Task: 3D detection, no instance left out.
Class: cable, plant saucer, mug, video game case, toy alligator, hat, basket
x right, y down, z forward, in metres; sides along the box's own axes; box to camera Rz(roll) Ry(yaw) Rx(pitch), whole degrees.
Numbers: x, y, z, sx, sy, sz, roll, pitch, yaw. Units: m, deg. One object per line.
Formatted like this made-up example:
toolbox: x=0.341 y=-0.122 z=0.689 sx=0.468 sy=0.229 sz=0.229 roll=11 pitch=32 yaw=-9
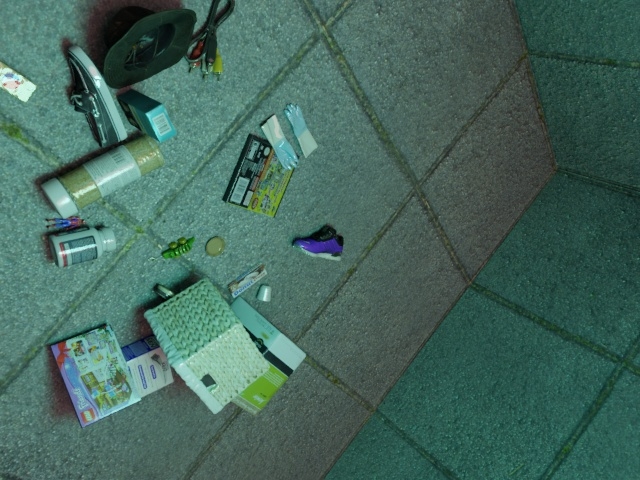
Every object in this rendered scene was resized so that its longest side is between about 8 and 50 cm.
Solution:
cable: x=-0.369 y=-0.672 z=1.734 sx=0.139 sy=0.072 sz=0.287 roll=10 pitch=93 yaw=-26
plant saucer: x=-0.411 y=0.023 z=2.062 sx=0.083 sy=0.015 sz=0.083 roll=-20 pitch=124 yaw=-33
mug: x=-0.242 y=0.223 z=2.295 sx=0.062 sy=0.078 sz=0.064 roll=12 pitch=96 yaw=-11
video game case: x=-0.229 y=-0.245 z=2.071 sx=0.248 sy=0.035 sz=0.275 roll=17 pitch=99 yaw=-44
toy alligator: x=-0.535 y=0.042 z=1.937 sx=0.190 sy=0.051 sz=0.056 roll=-30 pitch=128 yaw=-27
hat: x=-0.526 y=-0.597 z=1.543 sx=0.331 sy=0.331 sz=0.134 roll=-41 pitch=89 yaw=-18
basket: x=-0.401 y=0.369 z=1.893 sx=0.266 sy=0.331 sz=0.328 roll=-35 pitch=133 yaw=-14

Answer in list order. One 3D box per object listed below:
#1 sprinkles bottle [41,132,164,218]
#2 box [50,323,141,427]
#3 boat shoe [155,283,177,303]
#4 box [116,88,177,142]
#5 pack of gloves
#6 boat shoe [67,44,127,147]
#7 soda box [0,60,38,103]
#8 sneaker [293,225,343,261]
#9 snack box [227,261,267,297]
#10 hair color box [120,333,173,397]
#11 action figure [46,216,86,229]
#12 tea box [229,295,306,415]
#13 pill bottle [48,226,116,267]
sprinkles bottle: x=-0.668 y=-0.204 z=1.644 sx=0.355 sy=0.121 sz=0.121 roll=-35 pitch=130 yaw=-23
box: x=-0.771 y=0.460 z=1.816 sx=0.201 sy=0.057 sz=0.293 roll=-20 pitch=80 yaw=-33
boat shoe: x=-0.546 y=0.275 z=2.016 sx=0.092 sy=0.103 sz=0.285 roll=-48 pitch=140 yaw=-18
box: x=-0.526 y=-0.378 z=1.591 sx=0.060 sy=0.244 sz=0.100 roll=-36 pitch=131 yaw=-21
pack of gloves: x=-0.104 y=-0.402 z=2.061 sx=0.195 sy=0.046 sz=0.232 roll=-47 pitch=129 yaw=-23
boat shoe: x=-0.677 y=-0.412 z=1.550 sx=0.102 sy=0.108 sz=0.301 roll=-36 pitch=138 yaw=-24
soda box: x=-0.856 y=-0.445 z=1.401 sx=0.181 sy=0.058 sz=0.061 roll=36 pitch=86 yaw=-46
sneaker: x=0.000 y=0.000 z=2.360 sx=0.293 sy=0.102 sz=0.146 roll=13 pitch=99 yaw=-49
snack box: x=-0.308 y=0.165 z=2.221 sx=0.178 sy=0.022 sz=0.064 roll=-37 pitch=132 yaw=-22
hair color box: x=-0.736 y=0.506 z=1.964 sx=0.339 sy=0.110 sz=0.185 roll=-21 pitch=122 yaw=-31
action figure: x=-0.801 y=-0.055 z=1.673 sx=0.115 sy=0.030 sz=0.038 roll=-9 pitch=112 yaw=-40
tea box: x=-0.302 y=0.467 z=2.164 sx=0.323 sy=0.329 sz=0.220 roll=-48 pitch=135 yaw=-10
pill bottle: x=-0.757 y=0.014 z=1.689 sx=0.180 sy=0.108 sz=0.108 roll=-16 pitch=121 yaw=-34
